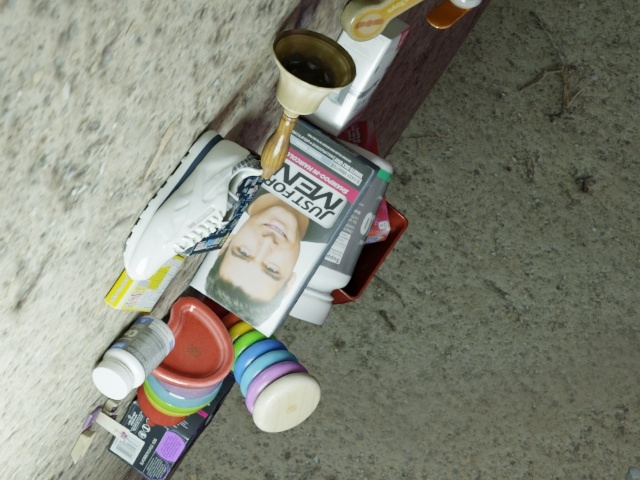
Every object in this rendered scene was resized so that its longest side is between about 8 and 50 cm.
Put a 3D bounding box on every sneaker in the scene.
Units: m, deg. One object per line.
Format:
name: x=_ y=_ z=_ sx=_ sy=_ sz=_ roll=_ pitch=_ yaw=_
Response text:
sneaker: x=-0.177 y=-0.036 z=1.368 sx=0.235 sy=0.094 sz=0.090 roll=-55 pitch=176 yaw=-3

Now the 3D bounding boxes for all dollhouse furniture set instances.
dollhouse furniture set: x=-0.391 y=0.364 z=1.831 sx=0.114 sy=0.081 sz=0.091 roll=-59 pitch=174 yaw=19

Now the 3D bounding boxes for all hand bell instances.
hand bell: x=-0.048 y=-0.182 z=1.496 sx=0.126 sy=0.126 sz=0.242 roll=-51 pitch=173 yaw=-45

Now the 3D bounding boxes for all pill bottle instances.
pill bottle: x=-0.005 y=-0.025 z=2.062 sx=0.204 sy=0.204 sz=0.361 roll=11 pitch=101 yaw=-84
pill bottle: x=-0.303 y=0.190 z=1.625 sx=0.137 sy=0.078 sz=0.078 roll=-51 pitch=172 yaw=-49

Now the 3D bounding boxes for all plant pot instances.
plant pot: x=0.000 y=0.000 z=2.401 sx=0.267 sy=0.267 sz=0.236 roll=-54 pitch=-173 yaw=-30

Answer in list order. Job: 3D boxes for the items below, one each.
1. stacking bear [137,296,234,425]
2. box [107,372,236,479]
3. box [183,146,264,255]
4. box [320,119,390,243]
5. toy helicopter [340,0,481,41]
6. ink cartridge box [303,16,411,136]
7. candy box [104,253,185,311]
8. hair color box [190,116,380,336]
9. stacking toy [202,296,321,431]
stacking bear: x=-0.279 y=0.268 z=1.943 sx=0.175 sy=0.164 sz=0.289 roll=-53 pitch=178 yaw=-38
box: x=-0.321 y=0.378 z=2.202 sx=0.165 sy=0.143 sz=0.270 roll=-58 pitch=175 yaw=28
box: x=-0.157 y=-0.065 z=1.594 sx=0.175 sy=0.051 sz=0.220 roll=-58 pitch=175 yaw=7
box: x=0.075 y=-0.125 z=2.239 sx=0.128 sy=0.122 sz=0.257 roll=91 pitch=-9 yaw=-80
toy helicopter: x=0.196 y=-0.448 z=1.724 sx=0.355 sy=0.140 sz=0.235 roll=-32 pitch=150 yaw=6
ink cartridge box: x=0.066 y=-0.321 z=1.886 sx=0.218 sy=0.092 sz=0.158 roll=-58 pitch=175 yaw=28
candy box: x=-0.260 y=0.057 z=1.510 sx=0.105 sy=0.027 sz=0.206 roll=-54 pitch=174 yaw=-2
hair color box: x=-0.066 y=-0.027 z=1.900 sx=0.374 sy=0.185 sz=0.113 roll=-58 pitch=175 yaw=12
stacking toy: x=-0.135 y=0.209 z=1.948 sx=0.141 sy=0.330 sz=0.141 roll=-22 pitch=140 yaw=-20
